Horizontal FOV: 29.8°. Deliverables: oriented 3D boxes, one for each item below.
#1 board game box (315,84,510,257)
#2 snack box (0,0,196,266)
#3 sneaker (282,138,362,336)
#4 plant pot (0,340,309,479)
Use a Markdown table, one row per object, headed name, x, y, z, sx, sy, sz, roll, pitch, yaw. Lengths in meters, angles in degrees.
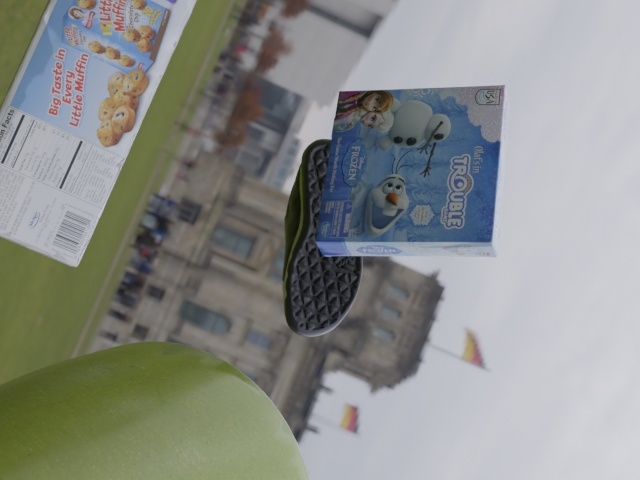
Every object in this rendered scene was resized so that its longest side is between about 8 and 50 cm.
| name | x | y | z | sx | sy | sz | roll | pitch | yaw |
| --- | --- | --- | --- | --- | --- | --- | --- | --- | --- |
| board game box | 0.048 | -0.035 | 0.609 | 0.020 | 0.090 | 0.090 | 60 | 34 | -59 |
| snack box | -0.112 | -0.081 | 0.583 | 0.178 | 0.064 | 0.022 | -66 | -164 | -1 |
| sneaker | 0.000 | 0.000 | 1.355 | 0.097 | 0.084 | 0.234 | 136 | -35 | -67 |
| plant pot | -0.182 | 0.205 | 0.803 | 0.275 | 0.275 | 0.293 | -66 | 160 | 4 |
